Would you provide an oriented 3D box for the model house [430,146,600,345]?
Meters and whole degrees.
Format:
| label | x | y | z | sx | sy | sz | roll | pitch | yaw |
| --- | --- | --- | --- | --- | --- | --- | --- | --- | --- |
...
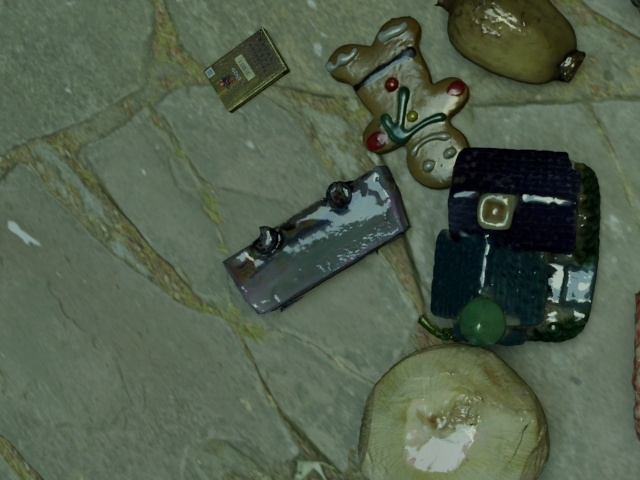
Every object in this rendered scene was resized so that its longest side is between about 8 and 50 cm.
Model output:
| label | x | y | z | sx | sy | sz | roll | pitch | yaw |
| --- | --- | --- | --- | --- | --- | --- | --- | --- | --- |
| model house | 0.287 | 0.013 | 1.714 | 0.243 | 0.284 | 0.298 | 5 | 89 | 18 |

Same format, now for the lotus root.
| label | x | y | z | sx | sy | sz | roll | pitch | yaw |
| --- | --- | --- | --- | --- | --- | --- | --- | --- | --- |
| lotus root | 0.296 | -0.338 | 1.795 | 0.257 | 0.140 | 0.154 | 31 | 105 | 9 |

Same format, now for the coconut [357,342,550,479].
| label | x | y | z | sx | sy | sz | roll | pitch | yaw |
| --- | --- | --- | --- | --- | --- | --- | --- | --- | --- |
| coconut | 0.202 | 0.302 | 1.756 | 0.297 | 0.254 | 0.297 | 0 | 90 | 17 |

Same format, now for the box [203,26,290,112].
| label | x | y | z | sx | sy | sz | roll | pitch | yaw |
| --- | --- | --- | --- | --- | --- | --- | --- | --- | --- |
| box | -0.129 | -0.297 | 1.991 | 0.133 | 0.023 | 0.090 | -34 | 78 | 15 |

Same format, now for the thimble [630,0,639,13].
| label | x | y | z | sx | sy | sz | roll | pitch | yaw |
| --- | --- | --- | --- | --- | --- | --- | --- | --- | --- |
| thimble | 0.564 | -0.333 | 1.670 | 0.150 | 0.237 | 0.237 | -39 | 78 | 17 |

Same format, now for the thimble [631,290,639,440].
| label | x | y | z | sx | sy | sz | roll | pitch | yaw |
| --- | --- | --- | --- | --- | --- | --- | --- | --- | --- |
| thimble | 0.538 | 0.190 | 1.661 | 0.162 | 0.239 | 0.239 | 0 | 89 | 14 |

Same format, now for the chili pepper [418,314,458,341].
| label | x | y | z | sx | sy | sz | roll | pitch | yaw |
| --- | --- | --- | --- | --- | --- | --- | --- | --- | --- |
| chili pepper | 0.198 | 0.149 | 1.880 | 0.083 | 0.022 | 0.027 | 24 | 98 | 21 |

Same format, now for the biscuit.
| label | x | y | z | sx | sy | sz | roll | pitch | yaw |
| --- | --- | --- | --- | --- | --- | --- | --- | --- | --- |
| biscuit | 0.147 | -0.222 | 1.890 | 0.197 | 0.049 | 0.301 | -31 | 81 | 17 |

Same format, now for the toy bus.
| label | x | y | z | sx | sy | sz | roll | pitch | yaw |
| --- | --- | --- | --- | --- | --- | --- | --- | --- | --- |
| toy bus | 0.000 | 0.000 | 1.904 | 0.317 | 0.112 | 0.138 | -31 | 84 | 16 |
